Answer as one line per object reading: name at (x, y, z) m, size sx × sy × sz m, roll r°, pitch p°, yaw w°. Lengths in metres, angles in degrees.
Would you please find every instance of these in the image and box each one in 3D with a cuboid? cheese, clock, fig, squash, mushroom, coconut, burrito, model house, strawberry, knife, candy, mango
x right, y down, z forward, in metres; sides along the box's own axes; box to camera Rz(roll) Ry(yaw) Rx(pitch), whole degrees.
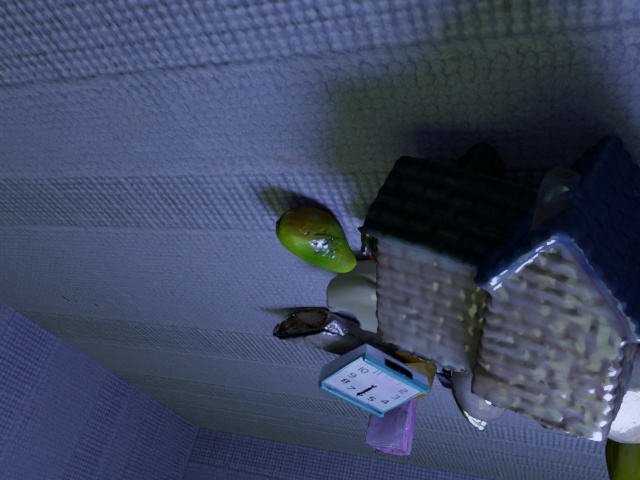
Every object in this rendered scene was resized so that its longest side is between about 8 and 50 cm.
cheese at (0.155, 0.152, 1.498) m, size 0.233 × 0.127 × 0.266 m, roll -9°, pitch 141°, yaw 36°
clock at (0.161, 0.417, 1.786) m, size 0.262 × 0.116 × 0.231 m, roll 31°, pitch 130°, yaw -24°
fig at (1.069, 0.716, 1.813) m, size 0.343 × 0.343 × 0.343 m, roll 11°, pitch 150°, yaw 7°
squash at (0.534, 0.543, 2.077) m, size 0.111 × 0.203 × 0.288 m, roll 11°, pitch -175°, yaw 6°
mushroom at (0.518, 0.451, 1.808) m, size 0.204 × 0.204 × 0.204 m, roll 11°, pitch 150°, yaw 7°
coconut at (0.808, 0.396, 1.517) m, size 0.259 × 0.259 × 0.259 m, roll 11°, pitch 150°, yaw 7°
burrito at (0.040, 0.293, 1.814) m, size 0.347 × 0.107 × 0.175 m, roll 20°, pitch 134°, yaw -12°
model house at (0.336, 0.006, 0.975) m, size 0.445 × 0.395 × 0.400 m, roll 17°, pitch 132°, yaw 32°
strawberry at (0.161, -0.003, 1.249) m, size 0.148 × 0.131 × 0.131 m, roll -5°, pitch 153°, yaw -14°
knife at (0.436, 0.485, 2.037) m, size 0.060 × 0.028 × 0.230 m, roll 16°, pitch 155°, yaw 24°
candy at (0.271, 0.649, 2.142) m, size 0.155 × 0.265 × 0.116 m, roll -4°, pitch 141°, yaw 30°
mango at (0.000, 0.000, 1.329) m, size 0.233 × 0.111 × 0.125 m, roll 34°, pitch 150°, yaw -31°

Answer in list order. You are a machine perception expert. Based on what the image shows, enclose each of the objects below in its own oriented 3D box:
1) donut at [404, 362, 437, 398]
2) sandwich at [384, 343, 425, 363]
donut at (0.246, 0.462, 1.995) m, size 0.303 × 0.110 × 0.303 m, roll 10°, pitch 149°, yaw 6°
sandwich at (0.269, 0.352, 1.825) m, size 0.113 × 0.079 × 0.163 m, roll 22°, pitch 148°, yaw -9°
